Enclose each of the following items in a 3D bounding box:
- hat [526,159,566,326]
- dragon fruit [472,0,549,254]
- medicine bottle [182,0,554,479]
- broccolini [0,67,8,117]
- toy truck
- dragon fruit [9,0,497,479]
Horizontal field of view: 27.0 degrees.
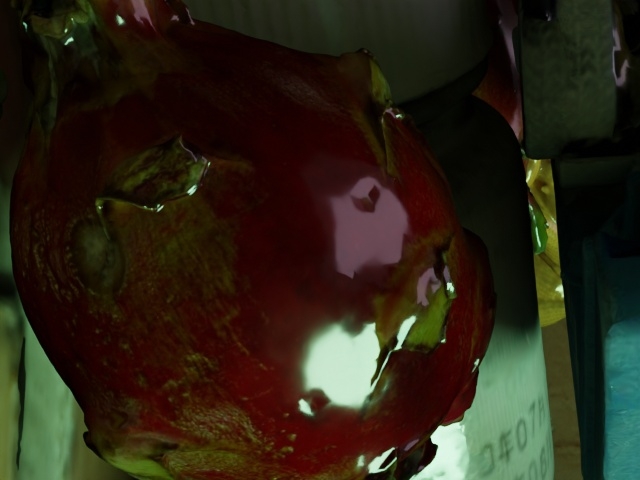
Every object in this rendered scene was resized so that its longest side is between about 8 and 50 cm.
[{"bbox_3d":[0.211,-0.006,1.166,0.233,0.233,0.244,-57,-167,-31],"label":"hat"},{"bbox_3d":[0.036,-0.053,0.704,0.200,0.198,0.269,111,-11,-66],"label":"dragon fruit"},{"bbox_3d":[0.000,0.000,0.524,0.165,0.165,0.273,-70,152,-63],"label":"medicine bottle"},{"bbox_3d":[-0.093,0.072,0.342,0.123,0.062,0.271,87,2,-57],"label":"broccolini"},{"bbox_3d":[0.145,-0.047,0.496,0.367,0.146,0.175,-75,161,-61],"label":"toy truck"},{"bbox_3d":[-0.036,-0.024,0.359,0.125,0.125,0.246,-74,144,-61],"label":"dragon fruit"}]
